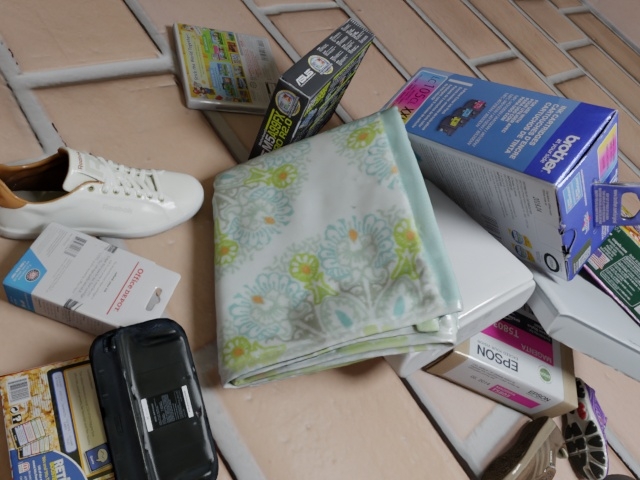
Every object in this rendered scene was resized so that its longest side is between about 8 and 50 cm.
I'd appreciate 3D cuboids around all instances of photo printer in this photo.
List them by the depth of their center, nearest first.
[{"bbox_3d":[0.135,0.028,0.764,0.256,0.107,0.307,-24,53,-19],"label":"photo printer"}]

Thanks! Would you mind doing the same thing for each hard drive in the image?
[{"bbox_3d":[0.442,0.099,0.855,0.233,0.047,0.353,27,23,-7],"label":"hard drive"}]

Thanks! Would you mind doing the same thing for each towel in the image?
[{"bbox_3d":[0.000,0.000,0.677,0.321,0.090,0.374,-16,57,11],"label":"towel"}]

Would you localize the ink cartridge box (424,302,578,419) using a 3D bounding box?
[{"bbox_3d":[0.308,0.167,0.821,0.235,0.088,0.193,25,49,-9],"label":"ink cartridge box"}]

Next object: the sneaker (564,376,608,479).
[{"bbox_3d":[0.456,0.313,0.805,0.071,0.068,0.169,26,50,-15],"label":"sneaker"}]

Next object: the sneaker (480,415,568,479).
[{"bbox_3d":[0.315,0.340,0.718,0.189,0.066,0.071,-25,76,-35],"label":"sneaker"}]

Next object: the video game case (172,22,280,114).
[{"bbox_3d":[-0.184,-0.349,0.986,0.207,0.026,0.226,-2,60,-27],"label":"video game case"}]

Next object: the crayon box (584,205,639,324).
[{"bbox_3d":[0.639,0.022,1.009,0.362,0.106,0.313,51,33,13],"label":"crayon box"}]

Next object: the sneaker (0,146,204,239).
[{"bbox_3d":[-0.297,-0.070,0.675,0.290,0.123,0.105,-11,61,-32],"label":"sneaker"}]

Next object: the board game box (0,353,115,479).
[{"bbox_3d":[-0.248,0.203,0.557,0.194,0.045,0.146,-10,62,-31],"label":"board game box"}]

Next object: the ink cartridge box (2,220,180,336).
[{"bbox_3d":[-0.289,0.062,0.625,0.180,0.060,0.104,24,50,-8],"label":"ink cartridge box"}]

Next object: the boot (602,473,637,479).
[{"bbox_3d":[0.441,0.493,0.673,0.115,0.113,0.305,51,39,-27],"label":"boot"}]

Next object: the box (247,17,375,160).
[{"bbox_3d":[-0.019,-0.251,0.872,0.060,0.216,0.270,34,51,0],"label":"box"}]

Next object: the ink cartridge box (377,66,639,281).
[{"bbox_3d":[0.309,-0.102,0.780,0.151,0.270,0.396,-48,48,-6],"label":"ink cartridge box"}]

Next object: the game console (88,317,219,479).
[{"bbox_3d":[-0.145,0.260,0.520,0.213,0.044,0.360,-11,77,-32],"label":"game console"}]
